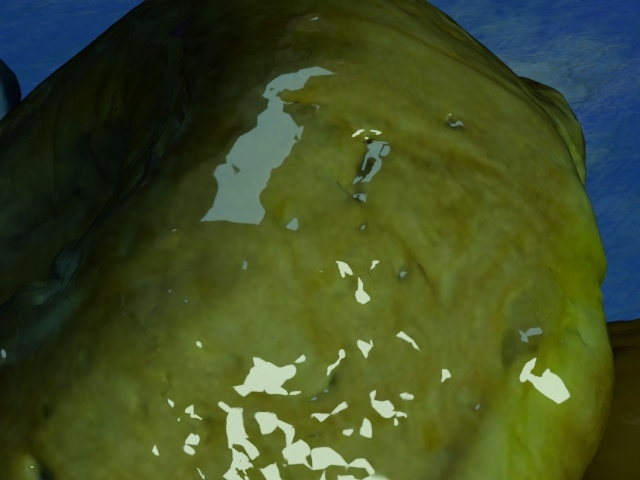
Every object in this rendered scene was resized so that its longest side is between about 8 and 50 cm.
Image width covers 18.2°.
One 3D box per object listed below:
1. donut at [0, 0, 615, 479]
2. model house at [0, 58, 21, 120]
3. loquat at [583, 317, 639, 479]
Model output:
[{"bbox_3d":[-0.048,0.043,0.508,0.261,0.128,0.208,-38,26,21],"label":"donut"},{"bbox_3d":[-0.278,0.086,0.878,0.360,0.297,0.339,-7,33,-10],"label":"model house"},{"bbox_3d":[0.121,0.177,0.577,0.328,0.328,0.328,-2,25,1],"label":"loquat"}]
